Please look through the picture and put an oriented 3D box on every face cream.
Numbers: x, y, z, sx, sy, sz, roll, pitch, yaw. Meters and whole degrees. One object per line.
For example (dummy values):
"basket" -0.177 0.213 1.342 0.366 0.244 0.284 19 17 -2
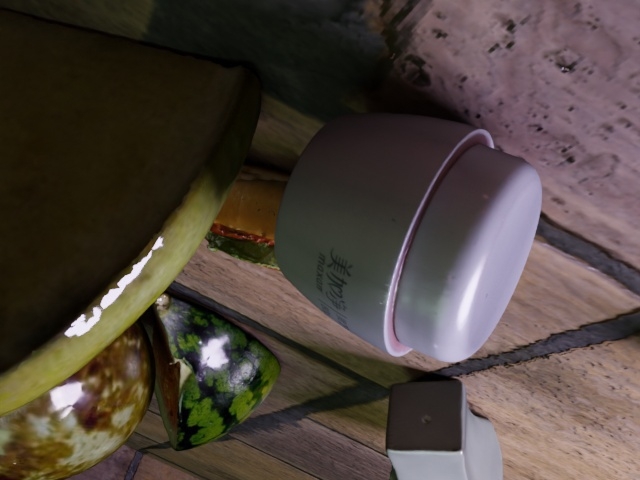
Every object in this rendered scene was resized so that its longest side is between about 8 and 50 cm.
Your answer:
"face cream" 0.044 -0.004 0.429 0.104 0.117 0.117 24 159 23

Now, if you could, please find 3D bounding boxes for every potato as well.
"potato" -0.192 0.003 0.492 0.270 0.255 0.112 15 155 20

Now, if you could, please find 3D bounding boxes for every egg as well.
"egg" -0.293 0.138 0.927 0.238 0.238 0.289 8 172 33

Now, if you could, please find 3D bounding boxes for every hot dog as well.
"hot dog" 0.000 0.000 0.551 0.236 0.062 0.092 13 161 25

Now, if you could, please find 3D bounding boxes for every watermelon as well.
"watermelon" -0.144 0.176 0.998 0.159 0.128 0.303 25 158 -2

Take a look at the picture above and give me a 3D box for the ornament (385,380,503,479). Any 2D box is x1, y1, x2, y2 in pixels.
"ornament" 0.121 0.236 0.878 0.121 0.130 0.285 6 155 8
